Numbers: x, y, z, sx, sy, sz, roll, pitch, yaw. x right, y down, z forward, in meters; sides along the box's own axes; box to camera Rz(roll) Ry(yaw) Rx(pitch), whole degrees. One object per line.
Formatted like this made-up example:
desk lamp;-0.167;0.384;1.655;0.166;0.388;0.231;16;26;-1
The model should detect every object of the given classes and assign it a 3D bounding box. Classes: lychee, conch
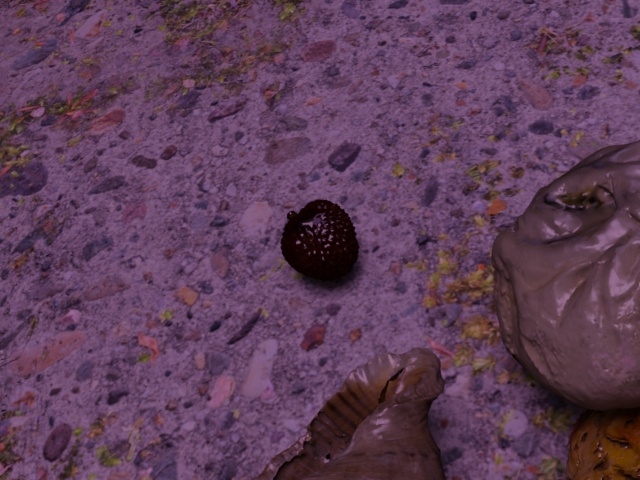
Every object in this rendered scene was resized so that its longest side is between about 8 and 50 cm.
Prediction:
lychee;-0.002;0.003;1.295;0.123;0.123;0.129;-25;72;-1
conch;0.047;0.281;0.988;0.263;0.186;0.324;1;35;44

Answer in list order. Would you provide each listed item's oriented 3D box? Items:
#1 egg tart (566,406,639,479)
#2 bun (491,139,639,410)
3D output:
egg tart;0.401;0.235;0.914;0.297;0.132;0.297;-30;18;11
bun;0.354;0.019;1.017;0.360;0.211;0.359;-24;26;13
